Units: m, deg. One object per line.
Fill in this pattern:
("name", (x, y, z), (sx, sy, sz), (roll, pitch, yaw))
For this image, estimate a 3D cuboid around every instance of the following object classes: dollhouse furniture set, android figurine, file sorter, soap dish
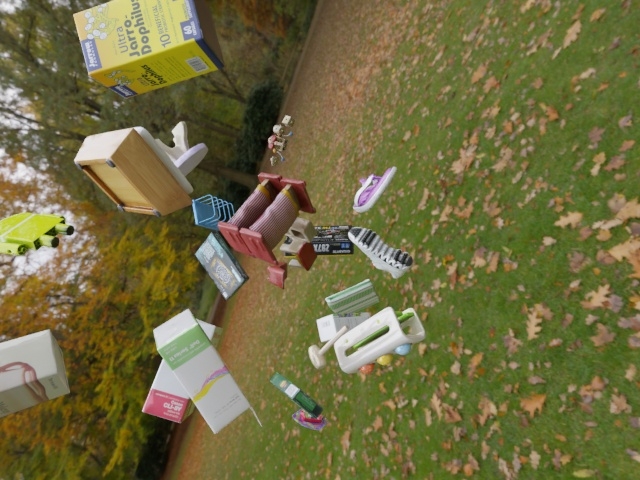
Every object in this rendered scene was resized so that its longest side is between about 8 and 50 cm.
("dollhouse furniture set", (-0.099, 0.013, 1.127), (0.201, 0.152, 0.374), (-57, -33, -25))
("android figurine", (-1.085, -0.033, 1.507), (0.248, 0.273, 0.056), (-78, -7, -56))
("file sorter", (-0.481, -0.128, 1.837), (0.170, 0.105, 0.118), (21, -128, -67))
("soap dish", (-0.494, -0.172, 1.059), (0.291, 0.228, 0.118), (8, 51, 41))

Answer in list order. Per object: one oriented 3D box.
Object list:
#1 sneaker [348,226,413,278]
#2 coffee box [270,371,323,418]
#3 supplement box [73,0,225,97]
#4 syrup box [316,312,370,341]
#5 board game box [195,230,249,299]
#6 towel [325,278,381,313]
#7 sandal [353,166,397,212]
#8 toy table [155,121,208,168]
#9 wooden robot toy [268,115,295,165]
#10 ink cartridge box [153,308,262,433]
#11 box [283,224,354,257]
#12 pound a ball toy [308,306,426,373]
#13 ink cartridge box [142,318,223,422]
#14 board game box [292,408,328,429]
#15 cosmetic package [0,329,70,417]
("sneaker", (0.233, 0.054, 1.673), (0.110, 0.292, 0.118), (-44, -17, -40))
("coffee box", (-0.079, 0.481, 1.261), (0.040, 0.113, 0.184), (-50, 19, -20))
("supplement box", (-0.509, -0.605, 1.230), (0.195, 0.357, 0.194), (2, -107, -84))
("syrup box", (0.106, 0.355, 1.661), (0.093, 0.237, 0.096), (-27, 67, 39))
("board game box", (-0.310, 0.080, 1.265), (0.126, 0.186, 0.026), (-43, -12, 35))
("towel", (0.171, 0.295, 2.010), (0.038, 0.248, 0.325), (67, -174, 27))
("sandal", (0.197, -0.210, 1.703), (0.169, 0.102, 0.416), (-59, 4, -16))
("toy table", (-0.662, -0.400, 1.853), (0.274, 0.160, 0.252), (-37, 4, 15))
("wooden robot toy", (-0.154, -0.345, 1.374), (0.079, 0.076, 0.173), (29, 105, 37))
("ink cartridge box", (-0.316, 0.382, 1.125), (0.119, 0.353, 0.207), (-33, 15, -20))
("box", (0.000, 0.000, 1.938), (0.257, 0.323, 0.079), (-78, -14, -72))
("pound a ball toy", (0.142, 0.334, 1.259), (0.319, 0.208, 0.135), (-42, 54, 33))
("ink cartridge box", (-0.559, 0.524, 1.689), (0.279, 0.161, 0.384), (116, 172, -73))
("board game box", (-0.038, 0.737, 1.701), (0.169, 0.133, 0.033), (17, -89, -68))
("cosmetic package", (-0.780, 0.339, 0.946), (0.129, 0.297, 0.153), (57, 148, 28))
